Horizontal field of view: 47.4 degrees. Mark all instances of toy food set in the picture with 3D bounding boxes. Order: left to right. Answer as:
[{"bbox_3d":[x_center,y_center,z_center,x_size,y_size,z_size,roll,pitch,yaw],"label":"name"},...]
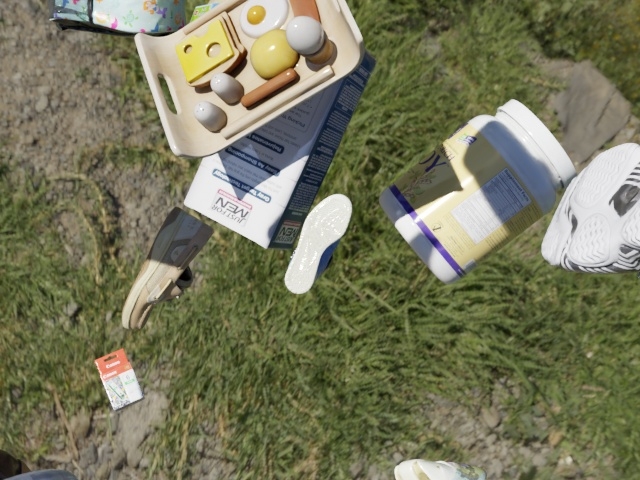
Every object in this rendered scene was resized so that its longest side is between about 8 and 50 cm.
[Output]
[{"bbox_3d":[-0.108,-0.279,1.019,0.306,0.092,0.219,-28,69,14],"label":"toy food set"}]

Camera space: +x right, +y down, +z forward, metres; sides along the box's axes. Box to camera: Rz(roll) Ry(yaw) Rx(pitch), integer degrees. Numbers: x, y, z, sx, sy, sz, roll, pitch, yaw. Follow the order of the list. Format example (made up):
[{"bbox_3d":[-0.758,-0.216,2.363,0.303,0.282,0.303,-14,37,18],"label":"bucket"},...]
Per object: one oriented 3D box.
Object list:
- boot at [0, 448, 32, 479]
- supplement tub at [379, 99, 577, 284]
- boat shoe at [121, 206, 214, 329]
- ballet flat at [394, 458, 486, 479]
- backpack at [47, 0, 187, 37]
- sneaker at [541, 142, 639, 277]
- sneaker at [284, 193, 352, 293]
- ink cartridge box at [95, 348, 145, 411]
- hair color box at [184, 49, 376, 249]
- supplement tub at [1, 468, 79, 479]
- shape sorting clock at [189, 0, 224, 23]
[{"bbox_3d":[-0.462,0.356,0.959,0.090,0.248,0.207,-42,113,4],"label":"boot"},{"bbox_3d":[0.311,-0.097,1.458,0.331,0.241,0.241,-39,73,8],"label":"supplement tub"},{"bbox_3d":[-0.337,0.085,1.588,0.110,0.341,0.121,27,34,-8],"label":"boat shoe"},{"bbox_3d":[0.086,0.260,0.690,0.222,0.077,0.079,-32,85,-45],"label":"ballet flat"},{"bbox_3d":[-0.400,-0.504,1.495,0.254,0.191,0.225,19,26,18],"label":"backpack"},{"bbox_3d":[0.361,0.006,0.650,0.210,0.366,0.137,30,77,-8],"label":"sneaker"},{"bbox_3d":[-0.001,0.000,1.034,0.058,0.084,0.152,25,101,1],"label":"sneaker"},{"bbox_3d":[-0.400,0.274,1.448,0.063,0.029,0.115,-23,73,-18],"label":"ink cartridge box"},{"bbox_3d":[-0.066,-0.176,1.191,0.174,0.105,0.347,28,97,20],"label":"hair color box"},{"bbox_3d":[-0.306,0.422,0.760,0.194,0.193,0.315,-17,67,-23],"label":"supplement tub"},{"bbox_3d":[-0.217,-0.362,1.330,0.040,0.206,0.206,19,56,-25],"label":"shape sorting clock"}]
